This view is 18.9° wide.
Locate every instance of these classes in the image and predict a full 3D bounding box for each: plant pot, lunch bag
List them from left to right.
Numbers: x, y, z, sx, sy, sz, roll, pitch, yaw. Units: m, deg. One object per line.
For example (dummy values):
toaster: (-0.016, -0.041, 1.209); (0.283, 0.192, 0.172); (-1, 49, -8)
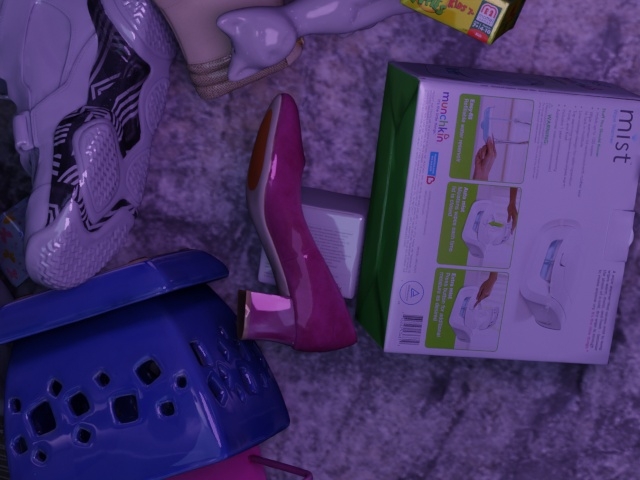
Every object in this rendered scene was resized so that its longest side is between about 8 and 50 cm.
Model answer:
lunch bag: (-0.317, 0.004, 2.013); (0.071, 0.053, 0.083); (51, 132, -1)
plant pot: (-0.190, 0.133, 1.924); (0.236, 0.236, 0.212); (-18, 90, 16)

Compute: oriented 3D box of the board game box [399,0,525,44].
board game box: (0.138, -0.229, 1.799); (0.092, 0.181, 0.043); (25, 105, 6)

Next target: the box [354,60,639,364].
box: (0.171, -0.026, 1.822); (0.231, 0.127, 0.262); (3, 103, -14)

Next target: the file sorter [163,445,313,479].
file sorter: (-0.090, 0.382, 1.929); (0.202, 0.182, 0.291); (-16, 99, -25)

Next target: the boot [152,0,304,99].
boot: (-0.056, -0.280, 1.871); (0.262, 0.095, 0.203); (-40, 124, -19)

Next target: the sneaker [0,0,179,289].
sneaker: (-0.274, -0.126, 1.884); (0.210, 0.137, 0.366); (6, 67, 19)

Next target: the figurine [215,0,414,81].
figurine: (-0.017, -0.267, 1.794); (0.092, 0.209, 0.215); (30, 136, 45)

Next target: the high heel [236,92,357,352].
high heel: (-0.011, -0.015, 1.837); (0.117, 0.082, 0.244); (5, 88, -15)

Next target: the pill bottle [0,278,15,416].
pill bottle: (-0.460, 0.131, 2.015); (0.278, 0.162, 0.162); (-13, 98, 15)

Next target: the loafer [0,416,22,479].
loafer: (-0.376, 0.312, 2.072); (0.102, 0.092, 0.269); (20, 89, 6)

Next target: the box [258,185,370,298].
box: (0.000, 0.000, 1.917); (0.102, 0.101, 0.087); (11, 102, 10)
